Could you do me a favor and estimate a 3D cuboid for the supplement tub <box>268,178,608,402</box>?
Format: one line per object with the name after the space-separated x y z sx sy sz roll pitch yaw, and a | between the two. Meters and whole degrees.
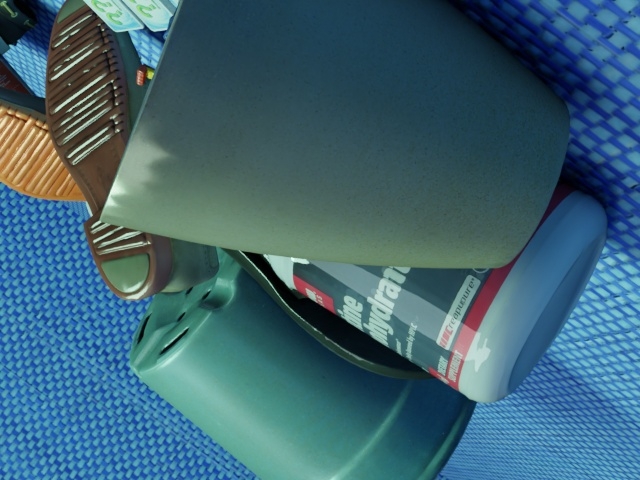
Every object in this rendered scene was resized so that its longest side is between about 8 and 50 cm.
0.078 -0.009 1.130 0.272 0.191 0.191 31 168 18 | supplement tub

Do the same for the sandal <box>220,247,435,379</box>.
-0.002 0.001 1.528 0.446 0.167 0.107 34 152 5 | sandal

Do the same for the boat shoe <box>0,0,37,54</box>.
-0.404 -0.304 1.655 0.081 0.069 0.228 51 174 16 | boat shoe

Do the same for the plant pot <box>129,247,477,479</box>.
-0.033 0.149 1.711 0.334 0.341 0.341 38 169 -18 | plant pot

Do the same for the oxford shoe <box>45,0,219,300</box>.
-0.203 -0.104 1.488 0.123 0.348 0.130 -21 169 40 | oxford shoe

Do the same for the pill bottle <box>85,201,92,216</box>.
-0.228 -0.024 2.079 0.152 0.152 0.272 28 166 32 | pill bottle

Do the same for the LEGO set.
-0.126 -0.167 1.339 0.182 0.060 0.244 3 147 44 | LEGO set

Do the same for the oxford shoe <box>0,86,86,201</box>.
-0.308 -0.128 1.750 0.364 0.132 0.130 23 135 -31 | oxford shoe

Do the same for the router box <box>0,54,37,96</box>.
-0.506 -0.281 1.811 0.335 0.082 0.301 47 175 26 | router box

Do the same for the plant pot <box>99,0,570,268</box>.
0.020 -0.085 0.944 0.274 0.256 0.256 21 171 -9 | plant pot

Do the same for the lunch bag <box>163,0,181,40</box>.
-0.090 -0.196 1.187 0.067 0.065 0.098 23 172 -19 | lunch bag
